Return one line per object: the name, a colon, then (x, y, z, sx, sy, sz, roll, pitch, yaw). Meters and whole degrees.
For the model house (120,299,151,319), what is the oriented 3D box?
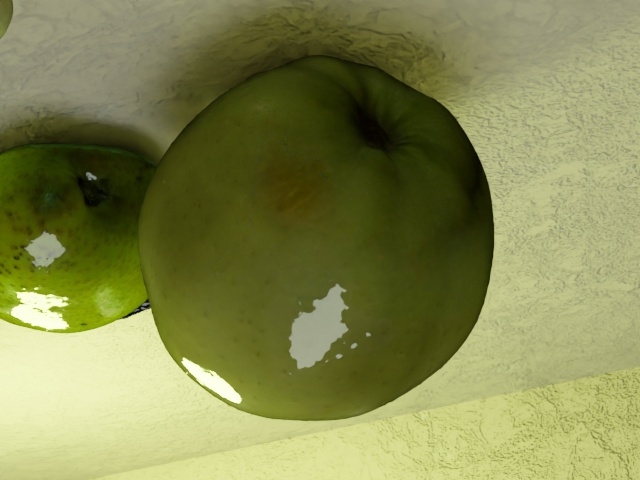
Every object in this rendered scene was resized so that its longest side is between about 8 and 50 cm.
model house: (-0.332, 0.042, 1.670, 0.203, 0.141, 0.164, -21, 136, -14)

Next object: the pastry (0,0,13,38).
pastry: (-0.396, -0.253, 1.016, 0.156, 0.092, 0.156, -5, 159, -2)

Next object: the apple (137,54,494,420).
apple: (0.000, 0.000, 1.250, 0.473, 0.474, 0.474, -4, 155, -2)

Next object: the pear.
pear: (-0.362, -0.007, 1.393, 0.342, 0.239, 0.318, 0, 163, -11)
